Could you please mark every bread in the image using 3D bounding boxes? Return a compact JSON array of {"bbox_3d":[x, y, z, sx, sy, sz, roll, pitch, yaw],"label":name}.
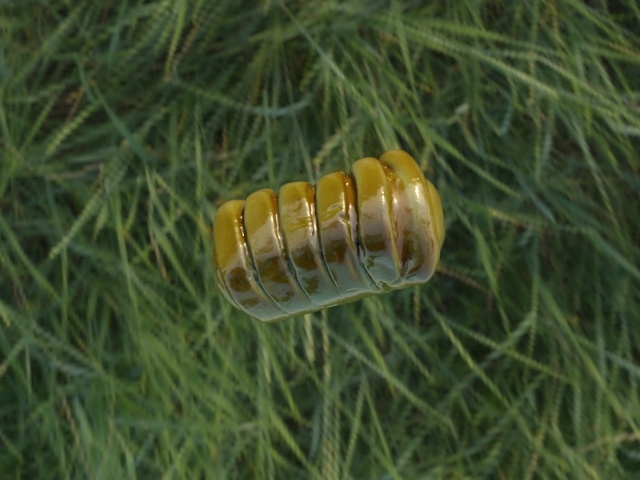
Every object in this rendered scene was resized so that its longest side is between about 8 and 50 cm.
[{"bbox_3d":[0.000,0.000,0.547,0.088,0.034,0.049,-13,93,16],"label":"bread"}]
